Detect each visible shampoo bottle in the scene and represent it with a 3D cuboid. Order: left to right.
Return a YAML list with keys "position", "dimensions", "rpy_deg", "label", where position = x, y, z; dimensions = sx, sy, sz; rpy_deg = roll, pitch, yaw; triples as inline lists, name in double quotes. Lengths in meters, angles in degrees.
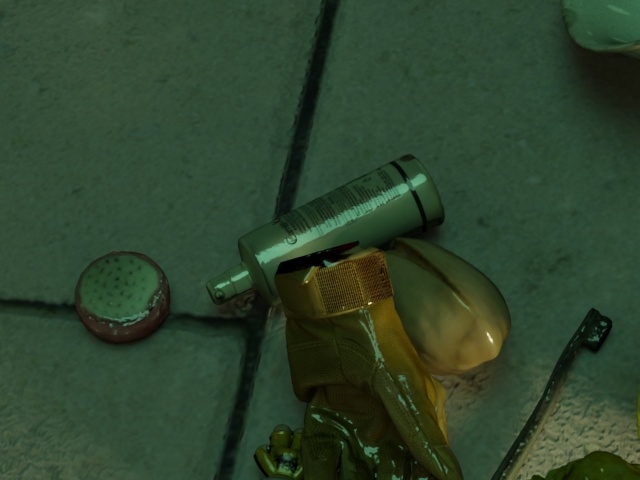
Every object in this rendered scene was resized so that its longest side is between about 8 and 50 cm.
- position: [0.000, 0.000, 2.015]
  dimensions: [0.262, 0.085, 0.085]
  rpy_deg: [-26, 57, -10]
  label: "shampoo bottle"

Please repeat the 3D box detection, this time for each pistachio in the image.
- position: [0.117, 0.066, 1.933]
  dimensions: [0.124, 0.124, 0.185]
  rpy_deg: [-39, 60, -19]
  label: "pistachio"

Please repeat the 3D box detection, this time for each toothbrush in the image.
- position: [0.215, 0.186, 1.897]
  dimensions: [0.031, 0.030, 0.297]
  rpy_deg: [29, 63, 12]
  label: "toothbrush"

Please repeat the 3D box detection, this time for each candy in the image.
- position: [-0.211, 0.060, 2.023]
  dimensions: [0.103, 0.043, 0.103]
  rpy_deg: [-2, 57, 3]
  label: "candy"

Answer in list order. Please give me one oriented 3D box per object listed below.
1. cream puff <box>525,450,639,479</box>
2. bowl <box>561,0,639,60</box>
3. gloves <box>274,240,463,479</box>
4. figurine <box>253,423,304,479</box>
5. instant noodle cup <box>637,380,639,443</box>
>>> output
- position: [0.230, 0.321, 1.662]
  dimensions: [0.185, 0.281, 0.282]
  rpy_deg: [-12, 52, -30]
  label: "cream puff"
- position: [0.486, -0.322, 2.072]
  dimensions: [0.435, 0.196, 0.434]
  rpy_deg: [-41, 26, 24]
  label: "bowl"
- position: [0.047, 0.164, 1.854]
  dimensions: [0.154, 0.141, 0.331]
  rpy_deg: [-16, 83, 2]
  label: "gloves"
- position: [-0.034, 0.245, 1.868]
  dimensions: [0.101, 0.068, 0.143]
  rpy_deg: [29, 47, 16]
  label: "figurine"
- position: [0.439, 0.123, 1.770]
  dimensions: [0.222, 0.311, 0.311]
  rpy_deg: [13, 58, 26]
  label: "instant noodle cup"
